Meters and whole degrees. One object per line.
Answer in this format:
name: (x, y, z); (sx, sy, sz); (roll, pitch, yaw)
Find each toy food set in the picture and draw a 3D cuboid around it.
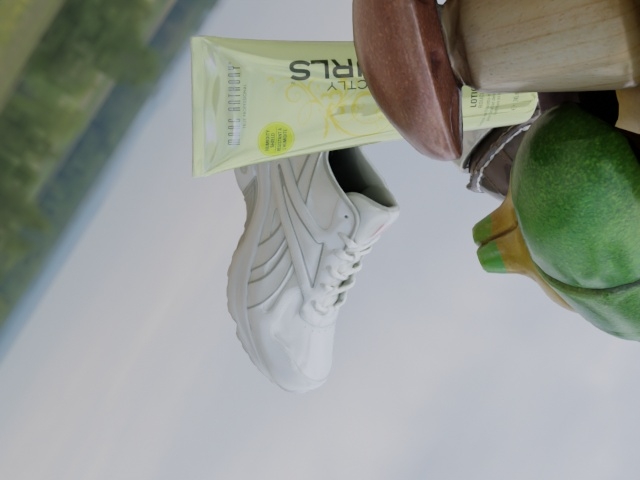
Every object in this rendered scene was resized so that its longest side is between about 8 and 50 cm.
toy food set: (0.047, -0.048, 0.441); (0.218, 0.071, 0.128); (63, 15, -56)

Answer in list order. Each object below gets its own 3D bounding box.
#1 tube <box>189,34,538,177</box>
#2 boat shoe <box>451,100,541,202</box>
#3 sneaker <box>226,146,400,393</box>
tube: (0.027, -0.095, 1.304); (0.062, 0.240, 0.070); (126, -47, -57)
boat shoe: (0.231, -0.070, 1.680); (0.324, 0.096, 0.116); (-6, 141, -54)
sneaker: (0.000, 0.000, 1.401); (0.090, 0.115, 0.232); (-24, 115, -57)
